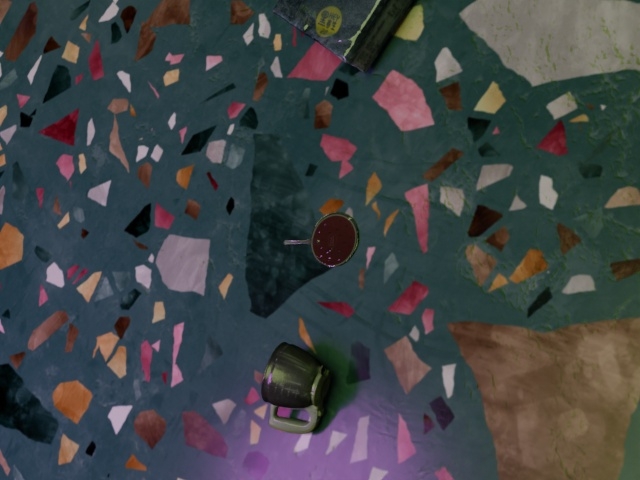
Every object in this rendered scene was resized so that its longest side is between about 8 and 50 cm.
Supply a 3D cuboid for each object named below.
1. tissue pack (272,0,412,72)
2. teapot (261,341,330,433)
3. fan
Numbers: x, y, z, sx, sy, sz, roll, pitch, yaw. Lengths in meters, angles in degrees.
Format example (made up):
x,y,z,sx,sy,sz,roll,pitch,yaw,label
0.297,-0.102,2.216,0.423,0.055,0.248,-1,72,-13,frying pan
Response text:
x,y,z,sx,sy,sz,roll,pitch,yaw,label
0.065,-0.411,1.782,0.185,0.081,0.257,39,102,33,tissue pack
-0.030,0.215,1.703,0.090,0.124,0.092,17,46,20,teapot
0.000,0.000,1.769,0.133,0.005,0.085,-5,77,31,fan
